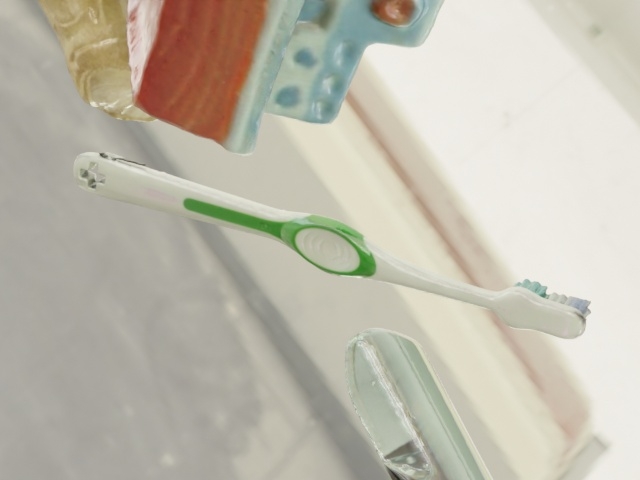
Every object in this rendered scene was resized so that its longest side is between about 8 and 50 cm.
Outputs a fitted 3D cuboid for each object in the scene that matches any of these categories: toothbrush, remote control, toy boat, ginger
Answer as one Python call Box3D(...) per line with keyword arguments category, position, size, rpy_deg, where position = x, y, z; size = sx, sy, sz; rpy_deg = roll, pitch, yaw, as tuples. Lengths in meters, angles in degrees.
Box3D(category="toothbrush", position=(-0.002, 0.002, 1.331), size=(0.418, 0.040, 0.042), rpy_deg=(16, -64, 15))
Box3D(category="remote control", position=(0.057, 0.109, 0.662), size=(0.166, 0.029, 0.065), rpy_deg=(63, 11, 19))
Box3D(category="toy boat", position=(0.016, -0.198, 0.767), size=(0.145, 0.133, 0.332), rpy_deg=(-102, -154, -55))
Box3D(category="ginger", position=(-0.137, -0.152, 1.018), size=(0.190, 0.095, 0.069), rpy_deg=(50, -17, -14))
